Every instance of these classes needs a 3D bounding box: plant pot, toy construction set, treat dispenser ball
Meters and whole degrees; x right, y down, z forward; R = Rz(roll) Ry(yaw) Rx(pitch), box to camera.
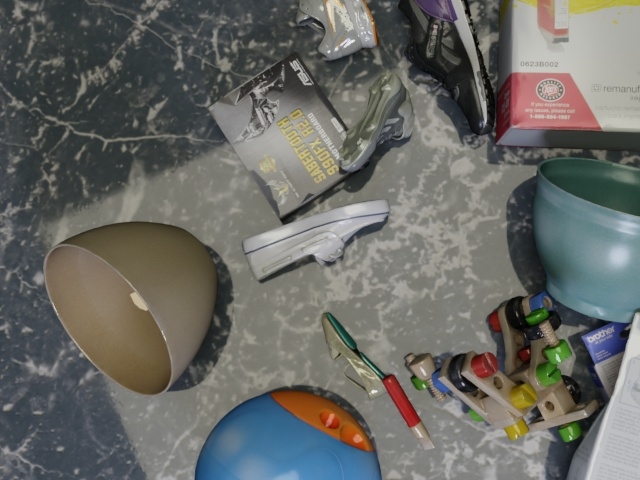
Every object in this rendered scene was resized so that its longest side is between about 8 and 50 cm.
[{"bbox_3d":[0.463,0.008,1.626,0.293,0.293,0.196,11,111,3],"label":"plant pot"},{"bbox_3d":[0.288,0.252,1.635,0.308,0.257,0.237,-28,96,20],"label":"toy construction set"},{"bbox_3d":[-0.049,0.374,1.581,0.288,0.288,0.288,0,84,2],"label":"treat dispenser ball"},{"bbox_3d":[-0.275,0.080,1.655,0.284,0.284,0.191,46,53,6],"label":"plant pot"}]

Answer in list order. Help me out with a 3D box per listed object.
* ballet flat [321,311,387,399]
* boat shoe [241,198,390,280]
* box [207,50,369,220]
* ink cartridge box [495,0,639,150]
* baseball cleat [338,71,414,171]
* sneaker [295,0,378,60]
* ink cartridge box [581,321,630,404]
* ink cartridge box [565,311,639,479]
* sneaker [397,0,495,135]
[{"bbox_3d":[0.046,0.195,1.715,0.052,0.057,0.168,-42,84,7],"label":"ballet flat"},{"bbox_3d":[0.000,0.000,1.726,0.258,0.095,0.084,-18,88,11],"label":"boat shoe"},{"bbox_3d":[-0.054,-0.177,1.757,0.183,0.056,0.231,-32,83,-2],"label":"box"},{"bbox_3d":[0.441,-0.353,1.703,0.279,0.160,0.385,2,84,3],"label":"ink cartridge box"},{"bbox_3d":[0.104,-0.181,1.713,0.109,0.072,0.206,42,63,-34],"label":"baseball cleat"},{"bbox_3d":[-0.003,-0.431,1.765,0.121,0.099,0.262,-25,82,4],"label":"sneaker"},{"bbox_3d":[0.567,0.260,1.683,0.185,0.065,0.311,-25,87,0],"label":"ink cartridge box"},{"bbox_3d":[0.559,0.335,1.600,0.308,0.091,0.385,17,87,-4],"label":"ink cartridge box"},{"bbox_3d":[0.212,-0.302,1.752,0.124,0.107,0.283,-17,80,15],"label":"sneaker"}]
